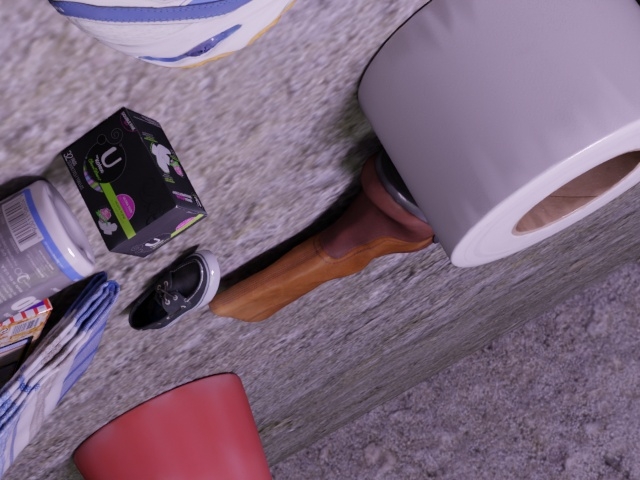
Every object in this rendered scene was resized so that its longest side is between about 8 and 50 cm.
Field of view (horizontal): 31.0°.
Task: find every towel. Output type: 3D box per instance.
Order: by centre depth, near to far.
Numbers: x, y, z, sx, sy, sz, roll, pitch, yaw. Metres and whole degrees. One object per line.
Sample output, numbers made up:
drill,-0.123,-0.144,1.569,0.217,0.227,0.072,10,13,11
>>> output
towel,-0.280,0.175,1.048,0.285,0.034,0.209,-56,178,-38

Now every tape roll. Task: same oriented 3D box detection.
tape roll,0.176,-0.109,0.974,0.246,0.169,0.246,-26,164,-8

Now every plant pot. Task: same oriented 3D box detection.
plant pot,-0.189,0.365,1.694,0.275,0.243,0.275,-27,165,-8

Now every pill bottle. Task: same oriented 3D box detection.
pill bottle,-0.239,0.021,0.827,0.137,0.078,0.078,-29,164,0

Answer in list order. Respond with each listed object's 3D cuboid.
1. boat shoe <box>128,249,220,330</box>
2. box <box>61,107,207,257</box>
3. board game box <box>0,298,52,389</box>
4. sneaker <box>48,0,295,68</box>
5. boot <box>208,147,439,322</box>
boat shoe,-0.147,0.056,1.154,0.040,0.049,0.142,-14,161,-41
box,-0.131,-0.039,0.815,0.062,0.083,0.052,-33,164,14
board game box,-0.324,0.104,0.999,0.147,0.045,0.193,-19,162,-33
sneaker,-0.007,-0.182,0.534,0.296,0.112,0.131,-35,163,17
boot,0.000,0.000,1.228,0.280,0.096,0.264,-25,173,13
